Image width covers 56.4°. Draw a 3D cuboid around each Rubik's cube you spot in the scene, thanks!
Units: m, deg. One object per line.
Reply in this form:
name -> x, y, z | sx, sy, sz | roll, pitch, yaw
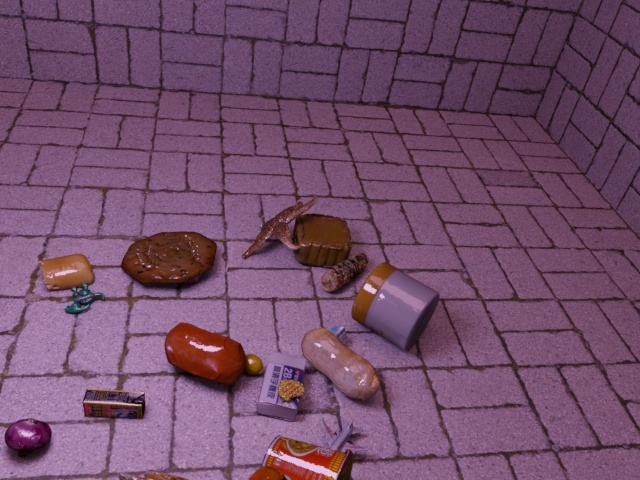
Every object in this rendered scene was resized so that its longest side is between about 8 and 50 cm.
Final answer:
Rubik's cube -> 0.046, 0.337, 2.047 | 0.073, 0.084, 0.075 | 4, 12, 36

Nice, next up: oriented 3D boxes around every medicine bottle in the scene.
medicine bottle -> 0.264, 0.231, 2.098 | 0.232, 0.238, 0.238 | 31, 42, 21

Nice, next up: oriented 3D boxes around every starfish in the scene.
starfish -> -0.160, -0.048, 2.348 | 0.375, 0.094, 0.327 | -34, 30, 5

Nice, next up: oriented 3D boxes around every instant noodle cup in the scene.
instant noodle cup -> -0.040, 0.618, 1.597 | 0.212, 0.193, 0.193 | 16, 38, 19

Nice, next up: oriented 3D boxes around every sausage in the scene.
sausage -> -0.361, 0.352, 1.860 | 0.268, 0.153, 0.141 | 19, 76, 11

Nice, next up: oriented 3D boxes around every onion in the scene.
onion -> -0.782, 0.528, 1.595 | 0.115, 0.115, 0.104 | 9, 82, 1

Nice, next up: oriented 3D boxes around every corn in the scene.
corn -> 0.099, 0.121, 2.320 | 0.086, 0.086, 0.253 | 32, 40, 25

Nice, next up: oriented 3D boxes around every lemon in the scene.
lemon -> -0.216, 0.399, 1.911 | 0.083, 0.062, 0.062 | 43, 45, 9

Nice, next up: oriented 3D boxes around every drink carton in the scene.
drink carton -> -0.593, 0.471, 1.723 | 0.165, 0.071, 0.056 | 6, 41, -8

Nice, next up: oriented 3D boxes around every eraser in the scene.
eraser -> -0.119, 0.451, 1.866 | 0.124, 0.068, 0.210 | 12, 37, 0

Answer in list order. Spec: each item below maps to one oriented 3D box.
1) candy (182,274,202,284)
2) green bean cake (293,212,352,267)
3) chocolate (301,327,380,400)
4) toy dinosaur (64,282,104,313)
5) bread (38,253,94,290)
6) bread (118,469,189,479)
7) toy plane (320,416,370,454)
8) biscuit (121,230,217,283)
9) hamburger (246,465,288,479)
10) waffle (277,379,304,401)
candy -> -0.490, 0.121, 2.210 | 0.103, 0.043, 0.103 | 5, 36, -4
green bean cake -> 0.000, 0.000, 2.410 | 0.229, 0.131, 0.224 | 5, 39, -10
chocolate -> 0.062, 0.399, 1.925 | 0.309, 0.134, 0.134 | 34, 44, 28
toy dinosaur -> -0.804, 0.201, 2.031 | 0.132, 0.059, 0.096 | -14, 52, -16
bread -> -0.892, 0.105, 2.097 | 0.173, 0.085, 0.134 | -13, 44, -27
bread -> -0.496, 0.699, 1.373 | 0.314, 0.191, 0.370 | 8, 26, 5
toy plane -> 0.056, 0.588, 1.737 | 0.162, 0.065, 0.171 | 27, 43, 18
biscuit -> -0.560, 0.055, 2.226 | 0.359, 0.046, 0.359 | 1, 31, -1
hamburger -> -0.111, 0.690, 1.394 | 0.225, 0.291, 0.291 | 27, 41, 13
waffle -> -0.089, 0.452, 1.805 | 0.085, 0.016, 0.078 | -1, 41, -23
